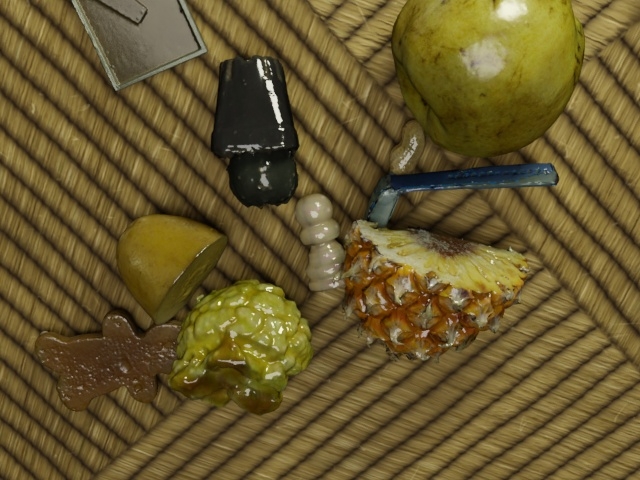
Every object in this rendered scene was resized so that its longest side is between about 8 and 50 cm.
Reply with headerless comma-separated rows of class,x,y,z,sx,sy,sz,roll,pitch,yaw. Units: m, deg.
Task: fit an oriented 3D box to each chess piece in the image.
chess piece,0.000,0.000,1.573,0.094,0.094,0.170,-17,102,8

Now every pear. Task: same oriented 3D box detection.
pear,0.262,-0.294,1.368,0.304,0.304,0.303,1,108,2

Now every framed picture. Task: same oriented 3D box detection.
framed picture,-0.323,-0.400,1.493,0.184,0.016,0.249,-22,105,10

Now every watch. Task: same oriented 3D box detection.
watch,0.225,-0.050,1.519,0.275,0.068,0.276,20,120,-8

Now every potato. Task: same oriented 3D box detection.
potato,-0.282,0.026,1.563,0.158,0.178,0.203,41,130,5

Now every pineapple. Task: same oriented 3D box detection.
pineapple,0.177,0.149,1.492,0.345,0.209,0.286,12,122,-10

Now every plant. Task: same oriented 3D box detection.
plant,-0.110,-0.180,1.483,0.142,0.164,0.255,-7,92,1

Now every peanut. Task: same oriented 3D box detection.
peanut,0.152,-0.157,1.533,0.054,0.054,0.113,21,105,-4

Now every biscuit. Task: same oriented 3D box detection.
biscuit,-0.378,0.223,1.681,0.302,0.049,0.196,-16,111,8

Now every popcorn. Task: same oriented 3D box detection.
popcorn,-0.148,0.197,1.560,0.237,0.205,0.251,37,62,13
